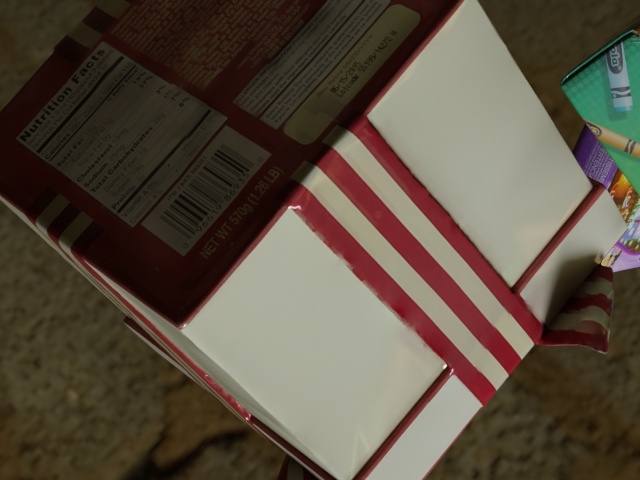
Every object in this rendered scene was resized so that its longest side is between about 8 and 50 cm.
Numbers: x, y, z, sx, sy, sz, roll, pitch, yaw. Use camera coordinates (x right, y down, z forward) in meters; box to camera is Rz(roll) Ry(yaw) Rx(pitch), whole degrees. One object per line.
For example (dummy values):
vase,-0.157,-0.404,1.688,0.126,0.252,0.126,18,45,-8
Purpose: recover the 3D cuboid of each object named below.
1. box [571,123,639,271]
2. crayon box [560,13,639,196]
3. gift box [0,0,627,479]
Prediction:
box,0.346,-0.067,1.773,0.057,0.201,0.293,34,-156,29
crayon box,0.326,-0.059,1.383,0.081,0.165,0.278,-36,92,28
gift box,0.000,0.000,0.914,0.276,0.255,0.258,39,174,42
